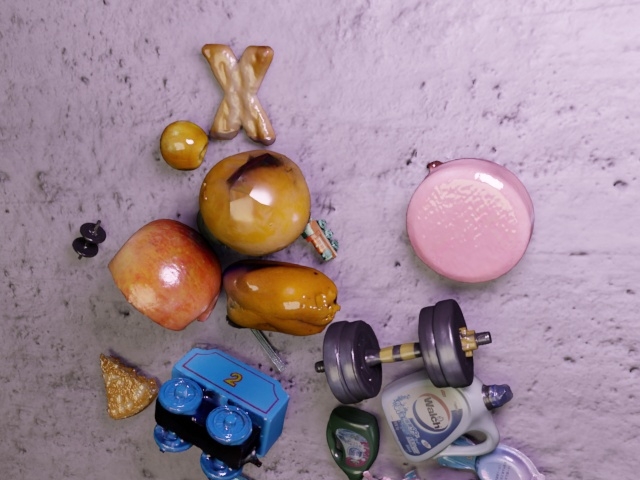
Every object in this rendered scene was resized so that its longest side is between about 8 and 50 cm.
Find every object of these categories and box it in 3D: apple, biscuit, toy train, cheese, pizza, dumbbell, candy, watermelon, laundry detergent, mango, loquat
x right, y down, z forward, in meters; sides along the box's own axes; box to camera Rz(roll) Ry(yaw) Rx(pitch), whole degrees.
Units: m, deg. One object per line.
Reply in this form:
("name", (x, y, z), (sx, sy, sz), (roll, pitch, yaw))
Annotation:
("apple", (-0.302, -0.209, 1.534), (0.102, 0.099, 0.114), (17, 114, 14))
("biscuit", (-0.169, -0.310, 1.460), (0.164, 0.047, 0.208), (9, 115, 19))
("toy train", (-0.240, 0.418, 1.682), (0.300, 0.265, 0.188), (24, 124, 17))
("cheese", (0.386, 0.508, 1.567), (0.245, 0.052, 0.135), (17, 116, 26))
("toy train", (0.000, 0.000, 1.510), (0.044, 0.064, 0.103), (-29, 98, 30))
("pizza", (-0.554, 0.395, 1.935), (0.188, 0.062, 0.199), (-30, 92, 19))
("apple", (-0.316, 0.060, 1.564), (0.251, 0.293, 0.163), (44, 106, -2))
("dumbbell", (-0.594, -0.001, 1.770), (0.069, 0.069, 0.147), (41, 122, 3))
("dumbbell", (0.166, 0.236, 1.453), (0.388, 0.185, 0.185), (-13, 106, 21))
("candy", (0.286, -0.044, 1.346), (0.255, 0.094, 0.255), (10, 116, 20))
("watermelon", (-0.225, -0.030, 1.571), (0.105, 0.105, 0.133), (-11, 98, 28))
("laundry detergent", (0.293, 0.381, 1.522), (0.280, 0.105, 0.215), (-19, 96, 28))
("laundry detergent", (0.078, 0.514, 1.703), (0.137, 0.063, 0.211), (11, 118, 20))
("mango", (-0.095, 0.128, 1.545), (0.287, 0.201, 0.152), (6, 72, 21))
("loquat", (-0.132, -0.079, 1.436), (0.235, 0.235, 0.235), (9, 115, 20))

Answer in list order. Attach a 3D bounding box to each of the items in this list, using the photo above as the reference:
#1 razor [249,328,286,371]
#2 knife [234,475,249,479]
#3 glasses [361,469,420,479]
("razor", (-0.147, 0.242, 1.699), (0.068, 0.037, 0.191), (-37, 101, -10))
("knife", (-0.180, 0.708, 1.920), (0.222, 0.031, 0.064), (28, 117, 6))
("glasses", (0.155, 0.655, 1.728), (0.162, 0.095, 0.255), (8, 120, -13))
